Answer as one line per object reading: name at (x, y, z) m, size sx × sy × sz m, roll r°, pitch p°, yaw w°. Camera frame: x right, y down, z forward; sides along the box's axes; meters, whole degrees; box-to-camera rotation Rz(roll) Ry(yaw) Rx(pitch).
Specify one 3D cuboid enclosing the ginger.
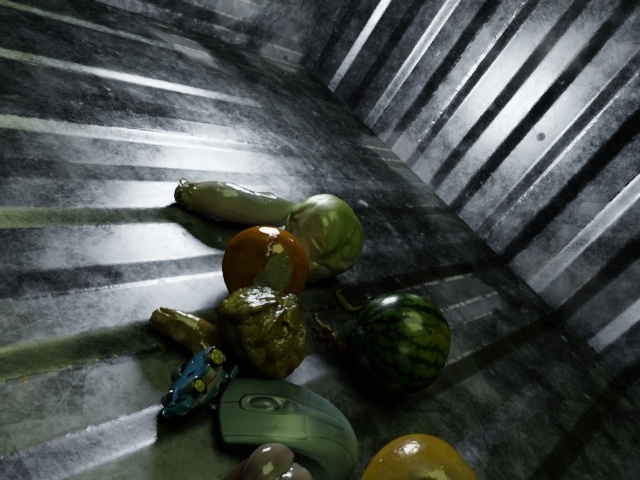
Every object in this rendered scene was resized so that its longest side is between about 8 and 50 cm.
ginger at (-0.291, 0.215, 1.253) m, size 0.205 × 0.081 × 0.115 m, roll 44°, pitch 58°, yaw 0°

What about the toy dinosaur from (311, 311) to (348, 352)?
toy dinosaur at (0.025, 0.267, 1.549) m, size 0.154 × 0.049 × 0.055 m, roll 48°, pitch 33°, yaw 12°

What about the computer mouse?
computer mouse at (-0.063, 0.404, 1.183) m, size 0.371 × 0.121 × 0.188 m, roll 23°, pitch 30°, yaw -16°

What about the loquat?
loquat at (0.205, 0.541, 1.112) m, size 0.275 × 0.274 × 0.274 m, roll 27°, pitch 29°, yaw -17°

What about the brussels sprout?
brussels sprout at (0.003, -0.013, 1.749) m, size 0.243 × 0.273 × 0.317 m, roll 8°, pitch 17°, yaw 41°

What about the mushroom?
mushroom at (-0.275, -0.124, 1.744) m, size 0.397 × 0.125 × 0.177 m, roll 7°, pitch 19°, yaw -43°

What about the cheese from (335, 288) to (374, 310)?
cheese at (0.124, 0.192, 1.787) m, size 0.163 × 0.036 × 0.086 m, roll 0°, pitch 42°, yaw -48°

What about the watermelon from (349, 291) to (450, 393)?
watermelon at (0.222, 0.282, 1.499) m, size 0.285 × 0.285 × 0.285 m, roll 27°, pitch 29°, yaw -17°

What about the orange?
orange at (-0.150, 0.076, 1.452) m, size 0.240 × 0.240 × 0.240 m, roll 27°, pitch 29°, yaw -17°

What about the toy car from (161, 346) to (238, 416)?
toy car at (-0.250, 0.309, 1.125) m, size 0.098 × 0.126 × 0.161 m, roll 45°, pitch 30°, yaw -20°

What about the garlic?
garlic at (-0.079, 0.487, 0.988) m, size 0.214 × 0.160 × 0.191 m, roll 43°, pitch 34°, yaw 20°

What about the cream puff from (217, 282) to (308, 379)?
cream puff at (-0.136, 0.211, 1.272) m, size 0.196 × 0.244 × 0.244 m, roll -26°, pitch 62°, yaw -29°
